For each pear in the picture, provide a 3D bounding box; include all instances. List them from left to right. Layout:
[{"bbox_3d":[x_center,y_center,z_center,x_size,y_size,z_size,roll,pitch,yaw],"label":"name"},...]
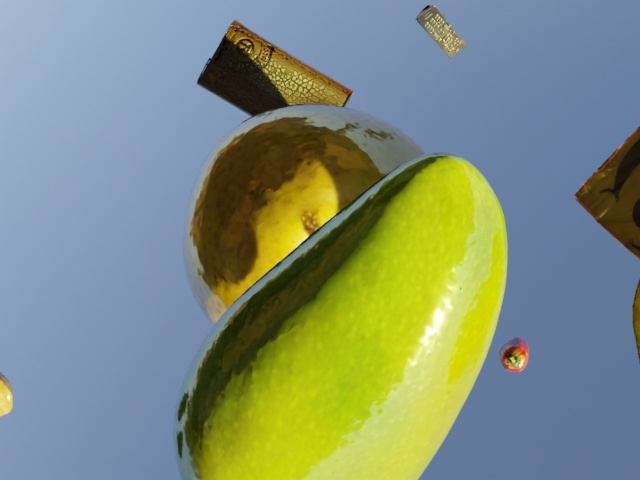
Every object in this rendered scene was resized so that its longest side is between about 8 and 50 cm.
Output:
[{"bbox_3d":[0.000,0.000,0.822,0.362,0.362,0.418,-43,-170,4],"label":"pear"}]

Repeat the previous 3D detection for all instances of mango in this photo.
[{"bbox_3d":[0.013,0.090,0.443,0.343,0.192,0.156,-62,-148,20],"label":"mango"}]

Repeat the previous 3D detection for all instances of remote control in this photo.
[{"bbox_3d":[0.165,-0.286,0.847,0.034,0.091,0.016,-35,-133,24],"label":"remote control"}]

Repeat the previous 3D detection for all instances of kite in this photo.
[{"bbox_3d":[0.656,-0.070,1.134,0.377,0.013,0.328,3,-92,39],"label":"kite"}]

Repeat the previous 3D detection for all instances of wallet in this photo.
[{"bbox_3d":[-0.077,-0.263,1.068,0.243,0.039,0.133,31,-90,-1],"label":"wallet"}]

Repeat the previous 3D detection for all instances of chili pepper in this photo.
[{"bbox_3d":[0.354,0.210,1.137,0.050,0.191,0.059,34,-80,14],"label":"chili pepper"}]

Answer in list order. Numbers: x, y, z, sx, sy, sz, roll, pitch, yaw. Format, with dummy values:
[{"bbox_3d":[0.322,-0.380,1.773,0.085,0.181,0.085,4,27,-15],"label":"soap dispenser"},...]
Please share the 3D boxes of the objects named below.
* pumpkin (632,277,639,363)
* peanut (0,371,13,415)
[{"bbox_3d":[0.353,0.144,0.477,0.222,0.139,0.317,135,-47,-55],"label":"pumpkin"},{"bbox_3d":[-0.444,0.181,0.708,0.192,0.089,0.089,-2,-117,0],"label":"peanut"}]
